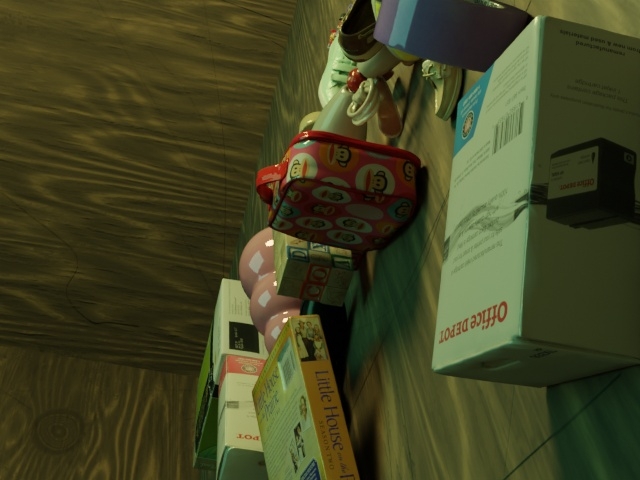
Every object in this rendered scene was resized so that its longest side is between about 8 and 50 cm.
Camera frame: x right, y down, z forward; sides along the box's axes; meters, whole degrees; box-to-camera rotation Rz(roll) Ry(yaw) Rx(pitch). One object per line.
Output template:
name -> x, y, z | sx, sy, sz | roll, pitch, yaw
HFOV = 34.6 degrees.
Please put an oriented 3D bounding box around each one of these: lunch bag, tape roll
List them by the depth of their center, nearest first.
tape roll -> 0.168, -0.281, 1.339 | 0.189, 0.189, 0.080 | -107, 29, -69
lunch bag -> 0.015, -0.079, 1.756 | 0.293, 0.258, 0.120 | 129, 150, -68

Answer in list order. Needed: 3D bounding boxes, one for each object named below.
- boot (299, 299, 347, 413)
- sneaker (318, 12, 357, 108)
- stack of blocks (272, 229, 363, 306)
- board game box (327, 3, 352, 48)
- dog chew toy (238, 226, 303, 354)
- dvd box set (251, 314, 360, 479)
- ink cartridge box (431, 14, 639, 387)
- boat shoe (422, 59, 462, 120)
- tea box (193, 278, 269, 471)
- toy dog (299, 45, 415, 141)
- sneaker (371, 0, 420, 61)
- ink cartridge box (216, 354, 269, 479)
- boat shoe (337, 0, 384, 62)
boot -> 0.005, 0.228, 1.939 | 0.207, 0.094, 0.246 | -102, 18, -73
sneaker -> 0.062, -0.393, 2.277 | 0.151, 0.094, 0.255 | 121, 156, -54
stack of blocks -> 0.000, 0.000, 1.997 | 0.297, 0.171, 0.087 | -97, 21, -56
board game box -> 0.046, -0.531, 2.662 | 0.133, 0.033, 0.168 | -97, 20, -59
dog chew toy -> -0.064, 0.125, 2.172 | 0.206, 0.207, 0.331 | 111, 157, -45
dvd box set -> -0.021, 0.379, 1.727 | 0.307, 0.062, 0.420 | 115, 146, -52
ink cartridge box -> 0.214, -0.024, 1.002 | 0.223, 0.129, 0.307 | 133, 146, -70
boat shoe -> 0.185, -0.267, 1.588 | 0.063, 0.059, 0.170 | 130, 149, -69
tea box -> -0.159, 0.319, 2.384 | 0.329, 0.220, 0.323 | -99, 23, -62
toy dog -> 0.089, -0.231, 1.941 | 0.334, 0.161, 0.220 | -39, 36, 51
sneaker -> 0.173, -0.415, 1.597 | 0.384, 0.145, 0.147 | 104, 160, -52
ink cartridge box -> -0.101, 0.369, 2.057 | 0.283, 0.207, 0.117 | -96, 19, -58
boat shoe -> 0.123, -0.427, 1.773 | 0.257, 0.095, 0.095 | -56, -24, -6
